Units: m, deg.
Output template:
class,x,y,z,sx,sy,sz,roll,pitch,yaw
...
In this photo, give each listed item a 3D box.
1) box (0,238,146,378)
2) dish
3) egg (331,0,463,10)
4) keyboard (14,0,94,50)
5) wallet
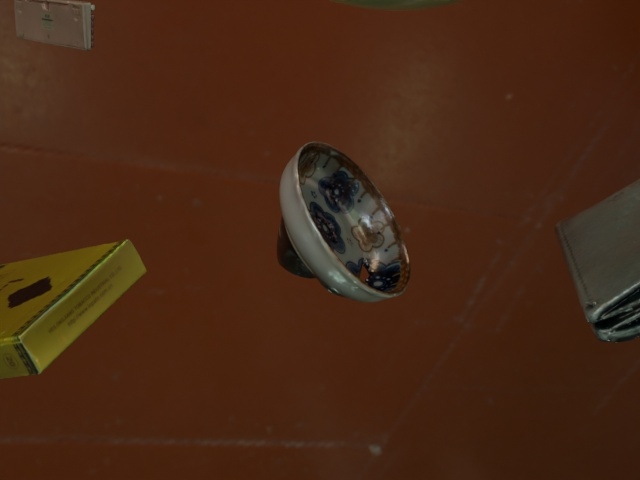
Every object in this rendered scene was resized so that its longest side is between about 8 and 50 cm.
class,x,y,z,sx,sy,sz,roll,pitch,yaw
box,-0.299,0.068,1.025,0.279,0.153,0.041,-9,114,35
dish,0.000,0.000,0.939,0.078,0.141,0.141,-33,139,27
egg,0.031,-0.235,0.699,0.254,0.188,0.188,8,135,3
keyboard,-0.296,-0.246,1.300,0.017,0.166,0.055,-13,111,-38
wallet,0.317,-0.041,0.885,0.290,0.251,0.054,-33,98,15
